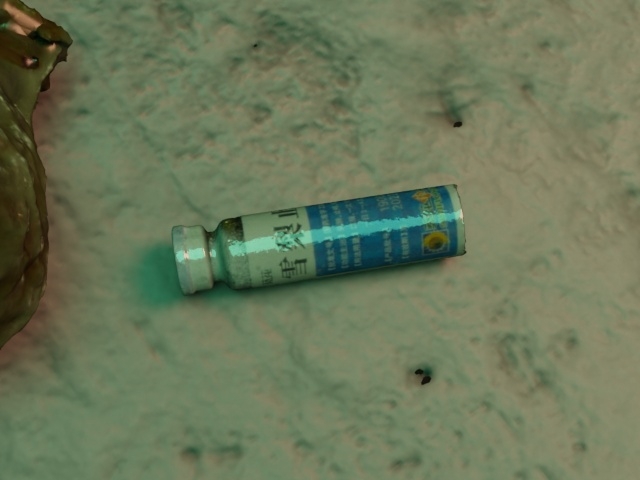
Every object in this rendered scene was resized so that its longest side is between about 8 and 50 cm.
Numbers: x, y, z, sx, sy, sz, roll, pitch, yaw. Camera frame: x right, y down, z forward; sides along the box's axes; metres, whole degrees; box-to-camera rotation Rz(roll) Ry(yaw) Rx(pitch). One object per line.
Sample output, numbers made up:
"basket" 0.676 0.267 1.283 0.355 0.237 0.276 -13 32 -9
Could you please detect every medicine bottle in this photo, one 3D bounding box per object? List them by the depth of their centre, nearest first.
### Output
"medicine bottle" 0.000 0.000 0.642 0.191 0.051 0.051 -8 75 -5

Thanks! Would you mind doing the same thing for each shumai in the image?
"shumai" -0.244 -0.033 0.603 0.225 0.222 0.260 19 111 14
